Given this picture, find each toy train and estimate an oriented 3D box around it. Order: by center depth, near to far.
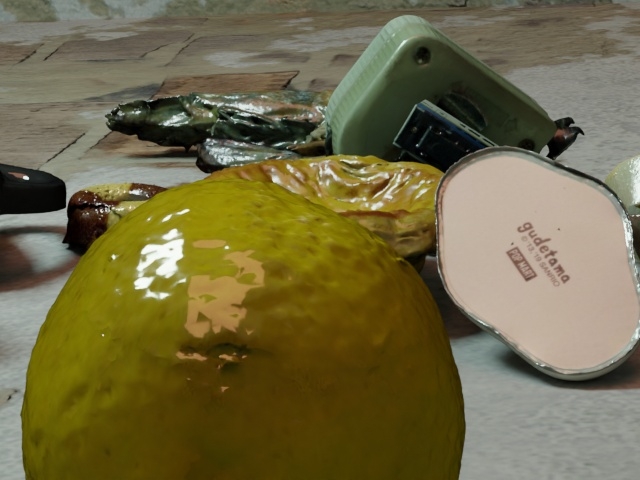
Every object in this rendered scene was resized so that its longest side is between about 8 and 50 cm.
[{"bbox_3d":[0.185,-0.057,1.772,0.234,0.052,0.051,33,22,7],"label":"toy train"}]

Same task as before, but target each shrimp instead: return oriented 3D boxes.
[{"bbox_3d":[-0.068,-0.121,2.187,0.445,0.085,0.272,6,23,16],"label":"shrimp"}]

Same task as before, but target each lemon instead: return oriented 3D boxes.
[{"bbox_3d":[-0.042,0.106,1.028,0.268,0.268,0.322,-3,33,-2],"label":"lemon"}]

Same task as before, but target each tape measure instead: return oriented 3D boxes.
[{"bbox_3d":[0.128,-0.102,1.890,0.235,0.207,0.115,33,12,-21],"label":"tape measure"}]

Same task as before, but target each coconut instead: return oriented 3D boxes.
[{"bbox_3d":[0.336,-0.034,1.716,0.116,0.116,0.122,10,17,38],"label":"coconut"}]

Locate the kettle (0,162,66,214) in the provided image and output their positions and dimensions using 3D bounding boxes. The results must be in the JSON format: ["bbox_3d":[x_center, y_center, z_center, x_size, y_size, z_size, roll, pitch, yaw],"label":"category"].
[{"bbox_3d":[-0.413,-0.075,1.836,0.250,0.207,0.271,-27,11,-7],"label":"kettle"}]

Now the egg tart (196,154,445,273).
[{"bbox_3d":[0.000,0.000,1.658,0.294,0.116,0.295,0,16,0],"label":"egg tart"}]

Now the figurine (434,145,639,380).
[{"bbox_3d":[0.193,0.050,1.532,0.166,0.141,0.250,-18,52,-1],"label":"figurine"}]

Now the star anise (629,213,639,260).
[{"bbox_3d":[0.410,0.006,1.572,0.257,0.111,0.198,-17,40,7],"label":"star anise"}]

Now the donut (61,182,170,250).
[{"bbox_3d":[-0.205,-0.022,1.880,0.140,0.059,0.140,0,14,0],"label":"donut"}]
